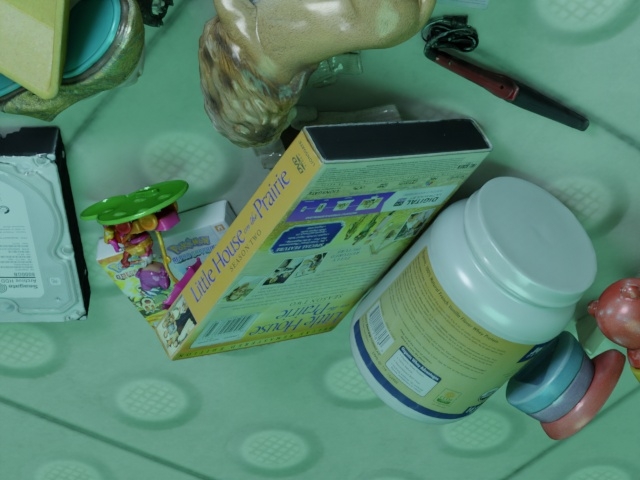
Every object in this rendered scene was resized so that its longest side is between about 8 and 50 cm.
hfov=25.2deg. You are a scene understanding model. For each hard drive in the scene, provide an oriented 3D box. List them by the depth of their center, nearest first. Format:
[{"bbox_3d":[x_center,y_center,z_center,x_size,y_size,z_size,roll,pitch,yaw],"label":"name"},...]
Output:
[{"bbox_3d":[-0.454,-0.013,1.970,0.237,0.064,0.339,0,138,0],"label":"hard drive"}]

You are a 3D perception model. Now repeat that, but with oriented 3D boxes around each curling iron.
[{"bbox_3d":[0.238,-0.200,1.795,0.274,0.035,0.068,29,130,-28],"label":"curling iron"}]

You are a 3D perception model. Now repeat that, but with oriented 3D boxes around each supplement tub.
[{"bbox_3d":[0.207,0.083,1.958,0.228,0.228,0.316,21,133,-22],"label":"supplement tub"}]

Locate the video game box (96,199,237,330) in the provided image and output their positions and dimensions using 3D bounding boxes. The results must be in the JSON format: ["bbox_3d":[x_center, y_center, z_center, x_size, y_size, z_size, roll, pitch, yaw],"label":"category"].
[{"bbox_3d":[-0.186,0.042,2.043,0.205,0.048,0.187,-17,132,17],"label":"video game box"}]

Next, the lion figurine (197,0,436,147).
[{"bbox_3d":[0.001,-0.250,1.581,0.392,0.142,0.240,-14,99,40],"label":"lion figurine"}]

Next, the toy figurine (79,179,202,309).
[{"bbox_3d":[-0.228,0.019,1.926,0.173,0.130,0.159,-7,112,36],"label":"toy figurine"}]

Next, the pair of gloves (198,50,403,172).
[{"bbox_3d":[-0.017,-0.178,1.812,0.204,0.042,0.240,-17,134,20],"label":"pair of gloves"}]

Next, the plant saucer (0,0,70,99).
[{"bbox_3d":[-0.376,-0.360,1.505,0.333,0.081,0.333,30,138,13],"label":"plant saucer"}]

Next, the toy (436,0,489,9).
[{"bbox_3d":[0.136,-0.379,1.586,0.137,0.056,0.237,8,131,3],"label":"toy"}]

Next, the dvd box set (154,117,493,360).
[{"bbox_3d":[0.000,0.000,1.884,0.307,0.062,0.420,-8,148,-41],"label":"dvd box set"}]

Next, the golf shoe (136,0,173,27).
[{"bbox_3d":[-0.253,-0.353,1.602,0.120,0.105,0.273,3,142,31],"label":"golf shoe"}]

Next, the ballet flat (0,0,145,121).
[{"bbox_3d":[-0.272,-0.210,1.662,0.123,0.123,0.348,32,154,-30],"label":"ballet flat"}]

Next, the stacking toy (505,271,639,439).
[{"bbox_3d":[0.388,0.112,1.991,0.130,0.279,0.309,41,129,-12],"label":"stacking toy"}]
